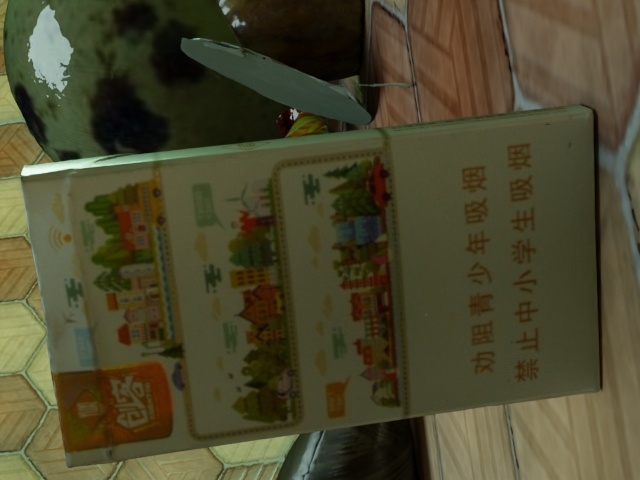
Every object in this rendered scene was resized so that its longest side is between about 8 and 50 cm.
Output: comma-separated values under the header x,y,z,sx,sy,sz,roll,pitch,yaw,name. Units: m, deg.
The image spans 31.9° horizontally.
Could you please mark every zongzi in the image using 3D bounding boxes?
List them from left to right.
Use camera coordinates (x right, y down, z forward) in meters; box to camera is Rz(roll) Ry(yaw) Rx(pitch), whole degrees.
x,y,z,sx,sy,sz,roll,pitch,yaw,name
0.026,0.203,0.999,0.286,0.138,0.300,-57,-23,-87,zongzi

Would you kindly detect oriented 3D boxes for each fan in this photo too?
x,y,z,sx,sy,sz,roll,pitch,yaw,name
-0.005,-0.128,0.902,0.310,0.182,0.010,16,84,61,fan

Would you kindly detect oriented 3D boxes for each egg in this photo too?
x,y,z,sx,sy,sz,roll,pitch,yaw,name
-0.172,-0.201,1.269,0.428,0.345,0.345,86,176,-73,egg

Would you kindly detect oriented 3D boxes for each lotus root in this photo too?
x,y,z,sx,sy,sz,roll,pitch,yaw,name
-0.020,-0.207,0.972,0.095,0.135,0.159,-123,14,-74,lotus root

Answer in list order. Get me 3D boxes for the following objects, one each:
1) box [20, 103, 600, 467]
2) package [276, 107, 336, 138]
x,y,z,sx,sy,sz,roll,pitch,yaw,name
0.002,0.018,0.446,0.032,0.220,0.122,-121,25,-71,box
0.000,0.007,1.012,0.288,0.108,0.223,-81,-9,-75,package
